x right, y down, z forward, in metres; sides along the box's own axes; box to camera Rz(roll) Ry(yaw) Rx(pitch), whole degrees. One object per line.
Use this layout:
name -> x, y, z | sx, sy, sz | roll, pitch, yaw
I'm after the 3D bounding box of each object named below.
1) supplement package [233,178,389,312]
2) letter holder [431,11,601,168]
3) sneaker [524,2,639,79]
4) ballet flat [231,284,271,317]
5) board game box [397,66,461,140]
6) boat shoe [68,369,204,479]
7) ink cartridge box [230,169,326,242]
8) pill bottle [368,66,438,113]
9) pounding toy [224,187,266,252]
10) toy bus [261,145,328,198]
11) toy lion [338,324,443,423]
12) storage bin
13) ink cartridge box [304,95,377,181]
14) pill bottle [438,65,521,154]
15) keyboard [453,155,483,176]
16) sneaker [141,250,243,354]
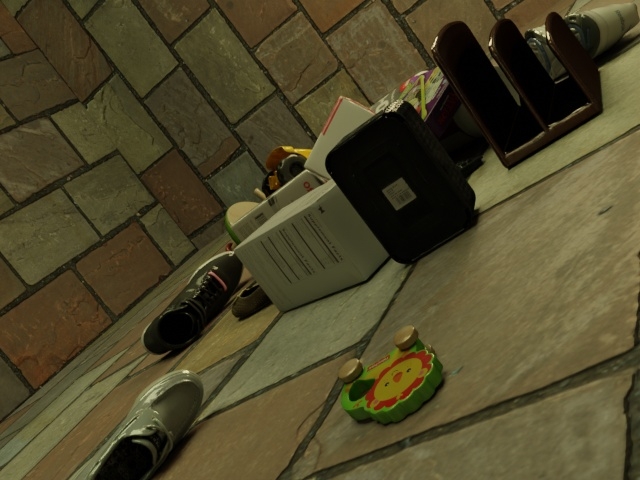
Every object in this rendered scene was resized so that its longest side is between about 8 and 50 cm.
supplement package -> 0.000, 0.000, 1.176 | 0.139, 0.134, 0.244 | -43, 9, -34
letter holder -> 0.301, -0.276, 1.162 | 0.152, 0.214, 0.302 | -33, 9, 28
sneaker -> 0.480, -0.370, 1.422 | 0.129, 0.111, 0.297 | -22, 10, -7
ballet flat -> -0.095, 0.078, 1.394 | 0.250, 0.058, 0.084 | -32, 10, 48
board game box -> 0.132, -0.157, 1.345 | 0.347, 0.056, 0.208 | -57, 21, -9
boat shoe -> -0.214, 0.251, 0.924 | 0.227, 0.079, 0.081 | -48, 19, -27
ink cartridge box -> -0.056, -0.035, 1.557 | 0.203, 0.148, 0.086 | -35, 7, 13
pill bottle -> 0.214, -0.269, 1.678 | 0.283, 0.161, 0.161 | -31, 10, 36
pounding toy -> -0.147, -0.007, 1.846 | 0.110, 0.183, 0.237 | -63, -6, 30
toy bus -> -0.009, -0.097, 1.714 | 0.211, 0.220, 0.149 | -5, -11, -24
toy lion -> 0.058, 0.121, 0.641 | 0.100, 0.034, 0.096 | -34, 16, 22
storage bin -> 0.106, -0.076, 0.989 | 0.122, 0.180, 0.084 | -34, 8, 23
ink cartridge box -> 0.076, -0.177, 1.534 | 0.158, 0.092, 0.218 | -62, -21, 6
pill bottle -> 0.266, -0.238, 1.430 | 0.121, 0.121, 0.221 | -42, 9, -29
keyboard -> 0.153, -0.083, 1.365 | 0.201, 0.033, 0.317 | -39, 8, -10
sneaker -> -0.257, 0.136, 1.651 | 0.296, 0.104, 0.147 | -46, 13, -19
